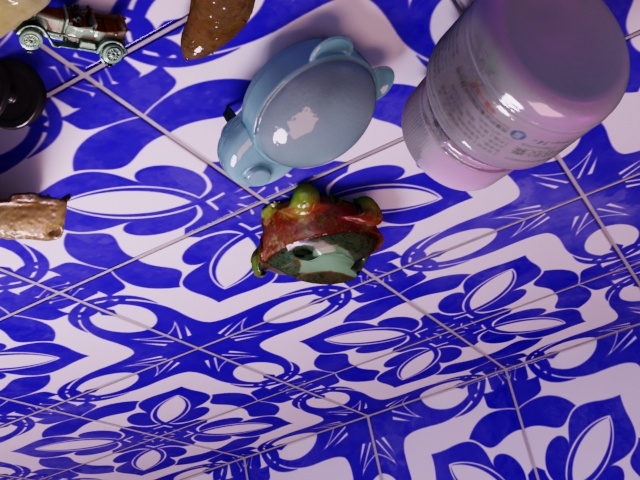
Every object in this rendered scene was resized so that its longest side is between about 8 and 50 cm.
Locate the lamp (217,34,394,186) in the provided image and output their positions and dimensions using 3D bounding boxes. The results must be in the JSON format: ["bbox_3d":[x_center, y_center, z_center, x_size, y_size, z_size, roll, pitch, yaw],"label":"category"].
[{"bbox_3d":[-0.033,-0.185,1.393,0.284,0.147,0.209,-26,152,27],"label":"lamp"}]

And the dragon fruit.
[{"bbox_3d":[0.000,0.000,1.801,0.268,0.130,0.295,-13,154,13],"label":"dragon fruit"}]

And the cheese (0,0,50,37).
[{"bbox_3d":[-0.404,-0.281,1.085,0.167,0.094,0.123,-27,175,16],"label":"cheese"}]

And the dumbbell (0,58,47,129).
[{"bbox_3d":[-0.431,-0.197,1.227,0.099,0.099,0.208,-20,177,15],"label":"dumbbell"}]

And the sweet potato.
[{"bbox_3d":[-0.123,-0.336,1.125,0.114,0.092,0.341,7,151,0],"label":"sweet potato"}]

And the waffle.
[{"bbox_3d":[-0.546,-0.033,1.395,0.304,0.078,0.348,0,180,-24],"label":"waffle"}]

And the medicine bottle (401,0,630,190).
[{"bbox_3d":[0.267,-0.218,1.351,0.241,0.241,0.302,-1,161,-22],"label":"medicine bottle"}]

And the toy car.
[{"bbox_3d":[-0.319,-0.271,1.193,0.143,0.073,0.054,6,133,-30],"label":"toy car"}]
